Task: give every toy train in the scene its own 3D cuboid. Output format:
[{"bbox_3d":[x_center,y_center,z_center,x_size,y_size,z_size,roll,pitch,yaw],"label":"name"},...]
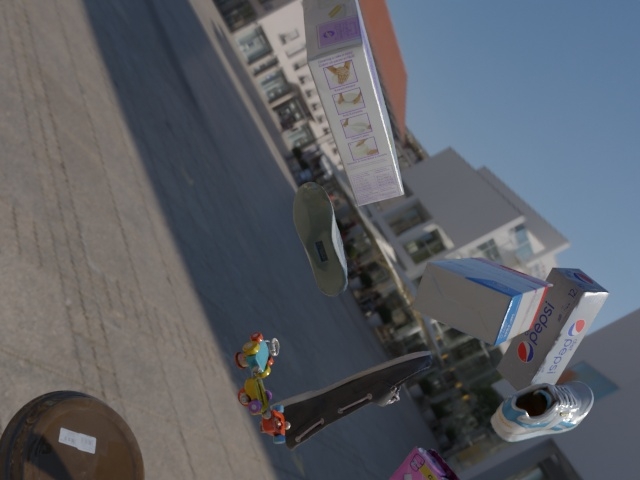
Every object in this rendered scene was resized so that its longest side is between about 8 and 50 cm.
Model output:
[{"bbox_3d":[-0.094,0.229,1.022,0.125,0.046,0.166,48,31,-61],"label":"toy train"}]

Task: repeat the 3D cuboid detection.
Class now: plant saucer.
[{"bbox_3d":[-0.377,0.366,1.033,0.278,0.041,0.277,45,30,-35],"label":"plant saucer"}]

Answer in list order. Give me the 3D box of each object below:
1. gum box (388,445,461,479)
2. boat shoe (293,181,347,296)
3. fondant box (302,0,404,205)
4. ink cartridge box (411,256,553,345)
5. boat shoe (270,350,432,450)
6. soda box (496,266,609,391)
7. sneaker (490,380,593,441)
[{"bbox_3d":[0.172,0.403,0.959,0.062,0.107,0.188,27,13,-45],"label":"gum box"},{"bbox_3d":[0.001,0.000,1.289,0.081,0.079,0.227,44,32,-83],"label":"boat shoe"},{"bbox_3d":[0.060,-0.261,1.171,0.330,0.096,0.238,65,15,-45],"label":"fondant box"},{"bbox_3d":[0.253,0.084,0.997,0.134,0.077,0.231,23,13,31],"label":"ink cartridge box"},{"bbox_3d":[0.068,0.306,1.263,0.112,0.335,0.095,31,37,-74],"label":"boat shoe"},{"bbox_3d":[0.500,0.201,1.430,0.098,0.091,0.286,50,-52,49],"label":"soda box"},{"bbox_3d":[0.438,0.315,1.250,0.087,0.229,0.092,59,-32,36],"label":"sneaker"}]
